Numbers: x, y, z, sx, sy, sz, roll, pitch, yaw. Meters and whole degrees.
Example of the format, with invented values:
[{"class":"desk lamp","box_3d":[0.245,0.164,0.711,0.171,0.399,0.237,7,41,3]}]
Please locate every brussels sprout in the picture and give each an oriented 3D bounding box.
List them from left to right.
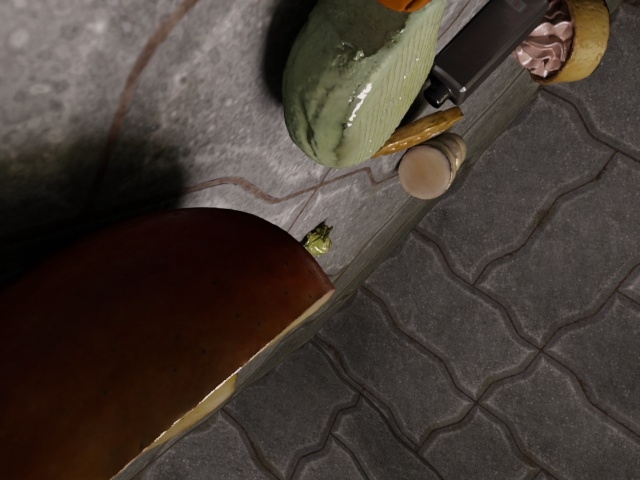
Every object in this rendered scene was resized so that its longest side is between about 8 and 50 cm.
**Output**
[{"class":"brussels sprout","box_3d":[0.000,0.000,1.106,0.085,0.058,0.085,-60,174,-12]}]

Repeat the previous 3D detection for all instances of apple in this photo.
[{"class":"apple","box_3d":[-0.166,0.135,0.437,0.365,0.295,0.329,-31,128,-54]}]

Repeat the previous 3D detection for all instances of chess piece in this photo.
[{"class":"chess piece","box_3d":[0.317,-0.215,1.296,0.261,0.142,0.143,-37,167,-50]}]

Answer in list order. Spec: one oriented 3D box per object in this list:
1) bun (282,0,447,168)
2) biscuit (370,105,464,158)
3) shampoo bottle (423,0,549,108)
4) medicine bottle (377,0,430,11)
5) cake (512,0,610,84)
[{"class":"bun","box_3d":[0.037,-0.174,0.508,0.221,0.108,0.221,-51,168,-15]},{"class":"biscuit","box_3d":[0.177,-0.197,0.918,0.184,0.035,0.249,-21,-175,19]},{"class":"shampoo bottle","box_3d":[0.279,-0.332,0.857,0.246,0.080,0.079,-45,168,2]},{"class":"medicine bottle","box_3d":[0.141,-0.288,0.344,0.288,0.157,0.157,-43,168,-10]},{"class":"cake","box_3d":[0.491,-0.434,1.063,0.178,0.185,0.208,-4,-165,3]}]
